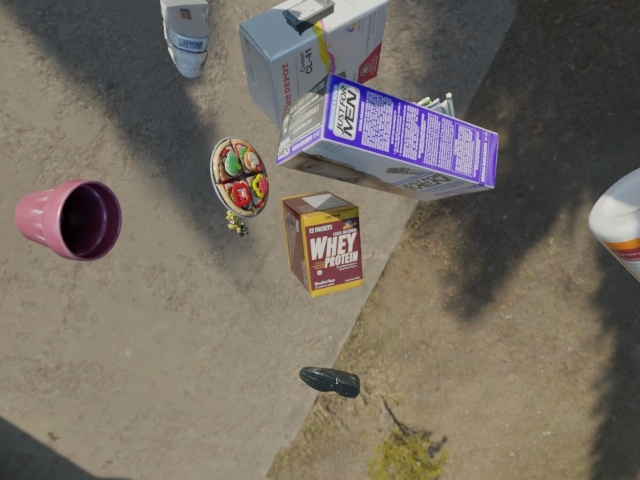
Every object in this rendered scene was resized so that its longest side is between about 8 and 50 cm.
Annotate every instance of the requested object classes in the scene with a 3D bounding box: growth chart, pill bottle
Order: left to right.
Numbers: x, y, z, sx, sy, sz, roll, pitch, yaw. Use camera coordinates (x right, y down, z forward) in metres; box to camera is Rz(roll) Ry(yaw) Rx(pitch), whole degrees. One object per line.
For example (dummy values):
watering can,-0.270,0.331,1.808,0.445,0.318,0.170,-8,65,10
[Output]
growth chart,0.281,-0.351,1.261,0.237,0.021,0.172,-17,153,11
pill bottle,0.430,0.022,0.489,0.221,0.121,0.121,43,106,-6

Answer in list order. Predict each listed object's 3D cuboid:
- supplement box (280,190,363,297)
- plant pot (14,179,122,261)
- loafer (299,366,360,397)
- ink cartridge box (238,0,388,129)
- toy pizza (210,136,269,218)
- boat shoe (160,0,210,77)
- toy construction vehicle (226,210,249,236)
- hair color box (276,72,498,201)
supplement box,0.000,0.000,1.029,0.129,0.194,0.192,-12,110,-17
plant pot,-0.643,-0.055,1.083,0.180,0.201,0.202,5,123,17
loafer,0.026,0.377,1.177,0.169,0.061,0.062,18,113,3
ink cartridge box,-0.011,-0.426,0.979,0.306,0.131,0.226,-35,161,-14
toy pizza,-0.184,-0.154,1.045,0.032,0.201,0.201,-9,128,33
boat shoe,-0.261,-0.398,0.821,0.095,0.258,0.084,4,134,-18
toy construction vehicle,-0.252,-0.052,1.268,0.035,0.098,0.086,-31,138,7
hair color box,0.115,-0.157,0.745,0.338,0.185,0.110,11,82,-25
